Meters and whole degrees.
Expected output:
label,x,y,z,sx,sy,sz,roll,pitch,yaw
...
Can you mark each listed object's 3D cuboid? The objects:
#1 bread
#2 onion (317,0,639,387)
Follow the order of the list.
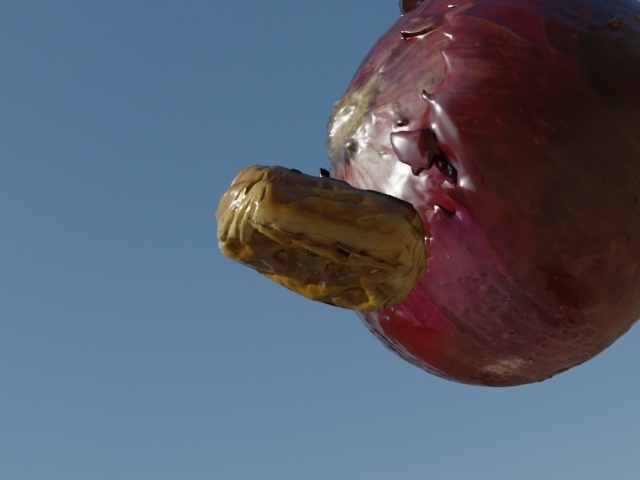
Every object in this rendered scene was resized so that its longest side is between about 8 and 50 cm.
label,x,y,z,sx,sy,sz,roll,pitch,yaw
bread,0.000,0.000,0.649,0.111,0.044,0.083,16,-27,0
onion,0.124,-0.035,0.805,0.276,0.276,0.276,-14,-24,-6
